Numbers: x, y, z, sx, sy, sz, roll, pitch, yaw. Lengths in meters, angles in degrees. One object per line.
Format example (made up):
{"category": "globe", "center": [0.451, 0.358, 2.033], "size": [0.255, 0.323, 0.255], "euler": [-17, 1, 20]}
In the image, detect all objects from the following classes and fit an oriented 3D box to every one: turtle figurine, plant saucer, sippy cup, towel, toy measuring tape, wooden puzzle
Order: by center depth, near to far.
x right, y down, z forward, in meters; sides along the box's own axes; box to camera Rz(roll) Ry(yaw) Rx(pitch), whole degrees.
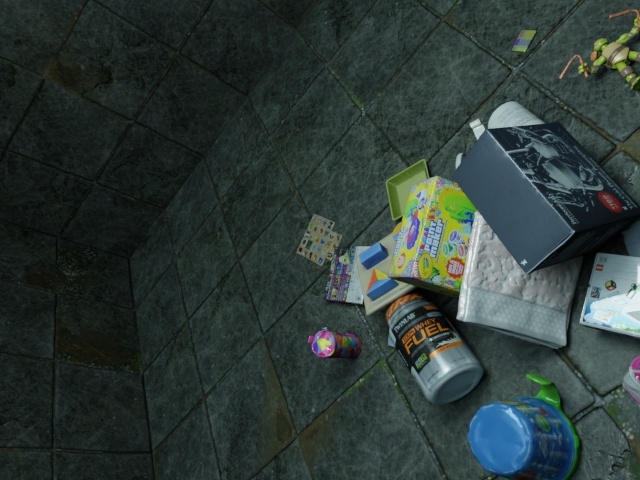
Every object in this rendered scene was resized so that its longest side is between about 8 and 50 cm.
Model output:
{"category": "sippy cup", "center": [0.501, 0.508, 1.274], "size": [0.240, 0.224, 0.306], "euler": [-25, 55, 37]}
{"category": "towel", "center": [0.544, 0.105, 1.353], "size": [0.053, 0.331, 0.317], "euler": [155, 130, -75]}
{"category": "turtle figurine", "center": [0.868, -0.528, 1.468], "size": [0.269, 0.087, 0.217], "euler": [-42, 53, 14]}
{"category": "toy measuring tape", "center": [0.518, -0.282, 1.576], "size": [0.121, 0.121, 0.330], "euler": [-33, 50, 33]}
{"category": "wooden puzzle", "center": [0.256, 0.062, 1.733], "size": [0.322, 0.080, 0.348], "euler": [-36, 29, 21]}
{"category": "towel", "center": [0.720, -0.706, 1.767], "size": [0.060, 0.009, 0.083], "euler": [32, 97, 48]}
{"category": "plant saucer", "center": [0.346, -0.185, 1.897], "size": [0.188, 0.045, 0.188], "euler": [-29, 53, 35]}

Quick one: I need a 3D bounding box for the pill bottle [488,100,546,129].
{"category": "pill bottle", "center": [0.646, -0.329, 1.577], "size": [0.131, 0.131, 0.229], "euler": [-48, 44, 21]}

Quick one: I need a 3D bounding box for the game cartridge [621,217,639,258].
{"category": "game cartridge", "center": [0.876, 0.063, 1.211], "size": [0.196, 0.060, 0.295], "euler": [-28, 54, 40]}

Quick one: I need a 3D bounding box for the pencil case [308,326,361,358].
{"category": "pencil case", "center": [0.058, 0.375, 1.799], "size": [0.104, 0.236, 0.105], "euler": [-10, 70, 29]}

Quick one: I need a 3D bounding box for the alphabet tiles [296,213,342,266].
{"category": "alphabet tiles", "center": [0.000, 0.000, 2.211], "size": [0.237, 0.009, 0.198], "euler": [26, 91, 49]}

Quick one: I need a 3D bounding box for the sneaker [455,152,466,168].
{"category": "sneaker", "center": [0.546, -0.181, 1.645], "size": [0.146, 0.104, 0.296], "euler": [-27, 60, 34]}

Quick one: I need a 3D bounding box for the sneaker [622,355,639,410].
{"category": "sneaker", "center": [0.797, 0.377, 1.124], "size": [0.102, 0.111, 0.252], "euler": [-30, 62, -13]}

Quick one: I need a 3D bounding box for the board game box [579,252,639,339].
{"category": "board game box", "center": [0.797, 0.144, 1.178], "size": [0.305, 0.053, 0.193], "euler": [10, 80, 49]}

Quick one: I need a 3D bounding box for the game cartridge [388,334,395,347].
{"category": "game cartridge", "center": [0.267, 0.336, 1.764], "size": [0.056, 0.017, 0.083], "euler": [6, 77, 52]}

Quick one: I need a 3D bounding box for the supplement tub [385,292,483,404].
{"category": "supplement tub", "center": [0.340, 0.326, 1.554], "size": [0.194, 0.193, 0.316], "euler": [-50, 43, 18]}

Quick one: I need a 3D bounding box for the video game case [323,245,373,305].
{"category": "video game case", "center": [0.120, 0.137, 1.992], "size": [0.210, 0.041, 0.232], "euler": [-2, 71, 45]}

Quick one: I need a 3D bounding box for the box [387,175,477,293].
{"category": "box", "center": [0.380, 0.006, 1.445], "size": [0.177, 0.279, 0.290], "euler": [166, 120, -75]}

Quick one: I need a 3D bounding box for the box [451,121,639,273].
{"category": "box", "center": [0.585, -0.124, 1.308], "size": [0.343, 0.312, 0.179], "euler": [60, 146, 27]}
